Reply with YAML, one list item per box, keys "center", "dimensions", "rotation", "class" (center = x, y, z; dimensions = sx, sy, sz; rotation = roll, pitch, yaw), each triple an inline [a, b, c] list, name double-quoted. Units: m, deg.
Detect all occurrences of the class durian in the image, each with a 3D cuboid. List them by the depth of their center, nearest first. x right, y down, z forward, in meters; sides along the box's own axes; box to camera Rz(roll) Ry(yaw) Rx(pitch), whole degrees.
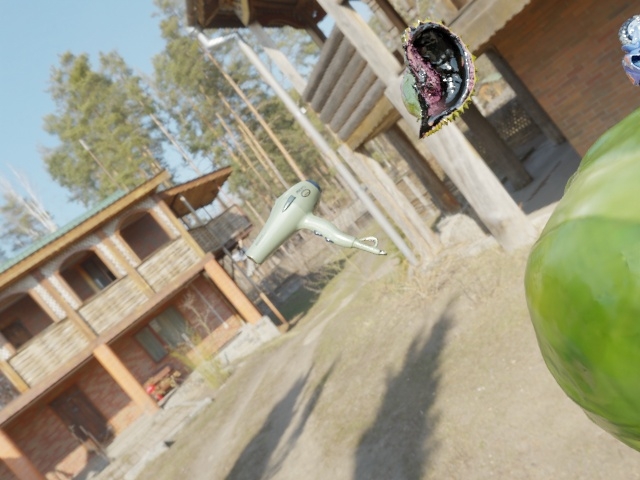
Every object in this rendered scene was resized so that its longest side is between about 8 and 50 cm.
- center: [0.192, -0.267, 0.833]
  dimensions: [0.119, 0.186, 0.108]
  rotation: [-13, 4, 2]
  class: "durian"

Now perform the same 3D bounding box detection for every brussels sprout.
- center: [0.333, 0.031, 0.404]
  dimensions: [0.371, 0.315, 0.276]
  rotation: [105, -175, -54]
  class: "brussels sprout"

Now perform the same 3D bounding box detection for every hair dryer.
- center: [-0.020, 0.008, 0.783]
  dimensions: [0.167, 0.199, 0.067]
  rotation: [-40, -27, -12]
  class: "hair dryer"

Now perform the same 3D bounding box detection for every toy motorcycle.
- center: [0.565, -0.286, 0.786]
  dimensions: [0.076, 0.205, 0.114]
  rotation: [12, -73, -58]
  class: "toy motorcycle"
